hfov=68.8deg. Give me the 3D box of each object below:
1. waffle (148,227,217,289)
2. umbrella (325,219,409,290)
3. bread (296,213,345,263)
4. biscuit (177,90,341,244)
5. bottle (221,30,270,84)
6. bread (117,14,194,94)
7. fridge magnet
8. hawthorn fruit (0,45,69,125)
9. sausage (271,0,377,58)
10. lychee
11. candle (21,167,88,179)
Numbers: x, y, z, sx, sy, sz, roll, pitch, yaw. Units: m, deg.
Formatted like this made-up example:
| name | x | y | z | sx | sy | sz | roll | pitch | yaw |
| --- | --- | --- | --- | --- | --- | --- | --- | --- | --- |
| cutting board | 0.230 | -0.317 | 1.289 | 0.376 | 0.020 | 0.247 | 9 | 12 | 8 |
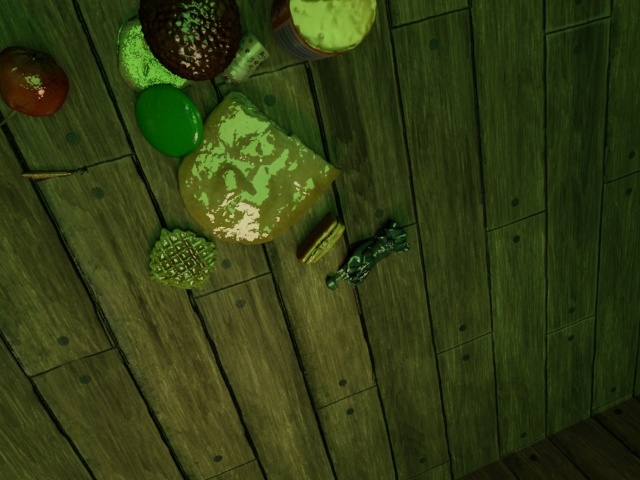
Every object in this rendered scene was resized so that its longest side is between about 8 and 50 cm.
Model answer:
| name | x | y | z | sx | sy | sz | roll | pitch | yaw |
| --- | --- | --- | --- | --- | --- | --- | --- | --- | --- |
| waffle | -0.444 | 0.064 | 1.512 | 0.214 | 0.054 | 0.207 | 14 | 103 | -29 |
| umbrella | 0.170 | 0.072 | 1.701 | 0.349 | 0.094 | 0.143 | -36 | 114 | 0 |
| bread | 0.000 | 0.000 | 1.600 | 0.077 | 0.116 | 0.200 | 39 | 95 | -23 |
| biscuit | -0.220 | -0.195 | 1.453 | 0.446 | 0.104 | 0.429 | -47 | 118 | 4 |
| bottle | -0.226 | -0.509 | 1.330 | 0.152 | 0.099 | 0.099 | -43 | 118 | 6 |
| bread | -0.449 | -0.503 | 1.290 | 0.229 | 0.033 | 0.228 | -7 | 115 | -16 |
| fridge magnet | -0.420 | -0.333 | 1.306 | 0.208 | 0.088 | 0.207 | 9 | 123 | 14 |
| hawthorn fruit | -0.767 | -0.352 | 1.191 | 0.165 | 0.165 | 0.285 | 33 | 108 | -27 |
| sausage | -0.002 | -0.608 | 1.255 | 0.233 | 0.287 | 0.232 | -4 | 108 | -12 |
| lychee | -0.319 | -0.540 | 1.173 | 0.261 | 0.260 | 0.260 | -7 | 113 | -16 |
| candle | -0.749 | -0.188 | 1.325 | 0.168 | 0.021 | 0.026 | -6 | 123 | -17 |
